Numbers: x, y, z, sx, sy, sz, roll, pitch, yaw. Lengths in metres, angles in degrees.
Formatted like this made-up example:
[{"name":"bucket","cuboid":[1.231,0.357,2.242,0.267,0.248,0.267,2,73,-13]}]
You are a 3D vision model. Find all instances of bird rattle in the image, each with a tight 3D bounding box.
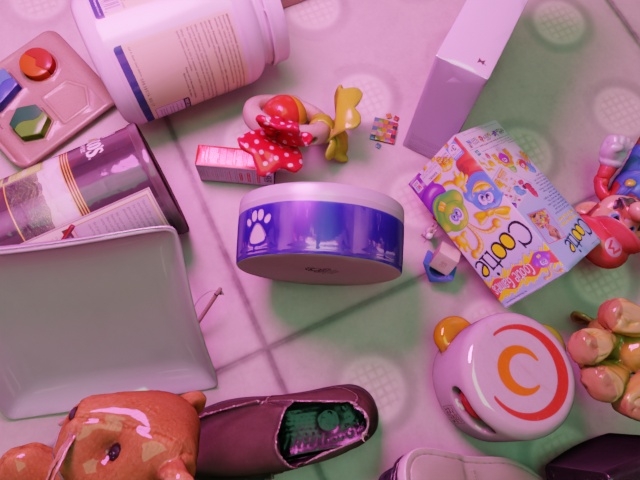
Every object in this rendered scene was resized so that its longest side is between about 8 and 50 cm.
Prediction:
[{"name":"bird rattle","cuboid":[-0.054,-0.202,0.943,0.254,0.143,0.207,-24,48,-33]}]

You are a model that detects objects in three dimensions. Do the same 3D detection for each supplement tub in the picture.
[{"name":"supplement tub","cuboid":[-0.243,-0.371,0.940,0.325,0.235,0.235,-24,76,-10]}]

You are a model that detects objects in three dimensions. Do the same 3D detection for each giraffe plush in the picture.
[{"name":"giraffe plush","cuboid":[0.489,0.175,0.857,0.210,0.170,0.181,-24,86,-6]}]

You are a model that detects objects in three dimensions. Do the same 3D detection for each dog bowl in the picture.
[{"name":"dog bowl","cuboid":[0.000,0.000,0.829,0.265,0.265,0.104,3,75,-2]}]

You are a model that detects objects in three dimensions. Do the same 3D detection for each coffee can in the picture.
[{"name":"coffee can","cuboid":[-0.386,-0.046,0.853,0.276,0.201,0.201,-27,77,-10]}]

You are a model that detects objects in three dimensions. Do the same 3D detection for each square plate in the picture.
[{"name":"square plate","cuboid":[-0.351,0.126,0.770,0.344,0.347,0.049,-8,39,-6]}]

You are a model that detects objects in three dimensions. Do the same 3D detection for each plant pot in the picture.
[{"name":"plant pot","cuboid":[0.447,0.392,0.760,0.167,0.187,0.188,1,73,-18]}]

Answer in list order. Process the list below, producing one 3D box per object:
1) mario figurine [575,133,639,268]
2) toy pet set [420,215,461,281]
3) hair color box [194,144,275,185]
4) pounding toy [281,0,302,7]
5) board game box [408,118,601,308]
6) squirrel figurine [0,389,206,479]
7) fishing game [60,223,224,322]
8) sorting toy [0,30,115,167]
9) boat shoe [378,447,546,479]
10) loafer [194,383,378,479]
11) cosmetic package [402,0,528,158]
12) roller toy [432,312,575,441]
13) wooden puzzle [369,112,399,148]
[{"name":"mario figurine","cuboid":[0.581,-0.076,0.931,0.198,0.170,0.320,26,61,40]},{"name":"toy pet set","cuboid":[0.235,0.028,0.954,0.122,0.065,0.114,31,39,3]},{"name":"hair color box","cuboid":[-0.154,-0.137,0.962,0.141,0.072,0.043,5,72,-3]},{"name":"pounding toy","cuboid":[-0.140,-0.574,1.081,0.206,0.094,0.181,-25,76,-11]},{"name":"board game box","cuboid":[0.312,-0.050,0.902,0.144,0.142,0.275,-25,73,-39]},{"name":"squirrel figurine","cuboid":[-0.235,0.381,0.670,0.397,0.281,0.370,35,95,-11]},{"name":"fishing game","cuboid":[-0.303,0.093,0.814,0.264,0.041,0.189,32,105,-29]},{"name":"sorting toy","cuboid":[-0.506,-0.243,0.981,0.229,0.041,0.307,-42,82,-16]},{"name":"boat shoe","cuboid":[0.234,0.407,0.798,0.340,0.113,0.127,20,49,-24]},{"name":"loafer","cuboid":[-0.084,0.297,0.805,0.366,0.130,0.133,-16,75,-8]},{"name":"cosmetic package","cuboid":[0.291,-0.367,0.946,0.098,0.284,0.377,28,73,5]},{"name":"roller toy","cuboid":[0.285,0.223,0.840,0.210,0.146,0.191,12,65,-8]},{"name":"wooden puzzle","cuboid":[0.127,-0.219,1.036,0.049,0.006,0.083,13,73,1]}]
